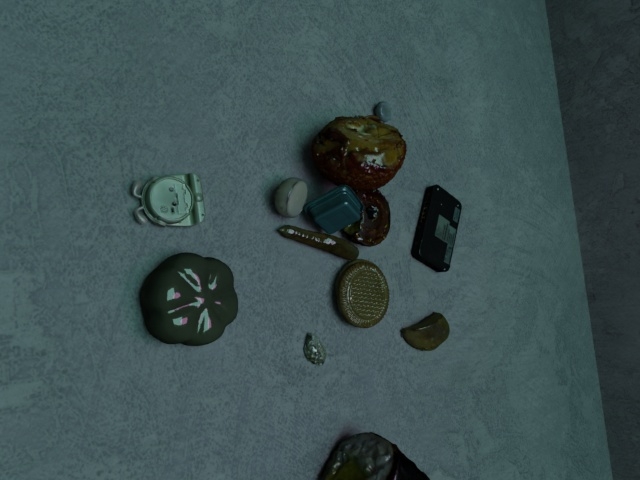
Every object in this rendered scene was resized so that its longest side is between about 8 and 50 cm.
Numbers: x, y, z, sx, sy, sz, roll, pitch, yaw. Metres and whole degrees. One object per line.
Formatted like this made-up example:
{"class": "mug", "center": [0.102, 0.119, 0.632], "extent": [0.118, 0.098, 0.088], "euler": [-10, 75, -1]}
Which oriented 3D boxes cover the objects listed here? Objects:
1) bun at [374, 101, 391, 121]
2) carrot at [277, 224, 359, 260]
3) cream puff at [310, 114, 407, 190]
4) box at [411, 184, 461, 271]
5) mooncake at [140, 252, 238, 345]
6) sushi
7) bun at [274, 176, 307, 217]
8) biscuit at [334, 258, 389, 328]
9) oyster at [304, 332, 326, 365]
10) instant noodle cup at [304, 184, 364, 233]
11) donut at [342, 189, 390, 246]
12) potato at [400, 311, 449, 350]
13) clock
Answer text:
{"class": "bun", "center": [0.253, -0.524, 1.856], "extent": [0.083, 0.045, 0.084], "euler": [2, 86, -38]}
{"class": "carrot", "center": [-0.001, 0.001, 1.588], "extent": [0.342, 0.070, 0.070], "euler": [19, 73, -33]}
{"class": "cream puff", "center": [0.128, -0.292, 1.587], "extent": [0.350, 0.350, 0.229], "euler": [-19, 135, -37]}
{"class": "box", "center": [0.513, -0.053, 1.993], "extent": [0.211, 0.058, 0.350], "euler": [29, 69, -33]}
{"class": "mooncake", "center": [-0.353, 0.163, 1.256], "extent": [0.274, 0.135, 0.275], "euler": [7, 80, -41]}
{"class": "sushi", "center": [0.198, 0.822, 1.496], "extent": [0.281, 0.299, 0.294], "euler": [-46, 115, -15]}
{"class": "bun", "center": [-0.110, -0.148, 1.506], "extent": [0.138, 0.094, 0.138], "euler": [-45, 147, -42]}
{"class": "biscuit", "center": [0.156, 0.193, 1.674], "extent": [0.259, 0.079, 0.259], "euler": [5, 81, -36]}
{"class": "oyster", "center": [-0.010, 0.373, 1.551], "extent": [0.100, 0.037, 0.098], "euler": [25, 70, -33]}
{"class": "instant noodle cup", "center": [0.053, -0.095, 1.551], "extent": [0.157, 0.179, 0.070], "euler": [43, 25, -46]}
{"class": "donut", "center": [0.166, -0.092, 1.706], "extent": [0.216, 0.095, 0.231], "euler": [-20, 96, -40]}
{"class": "potato", "center": [0.449, 0.391, 1.868], "extent": [0.243, 0.098, 0.138], "euler": [-17, 96, -37]}
{"class": "clock", "center": [-0.425, -0.112, 1.275], "extent": [0.190, 0.062, 0.152], "euler": [-8, 89, -37]}
